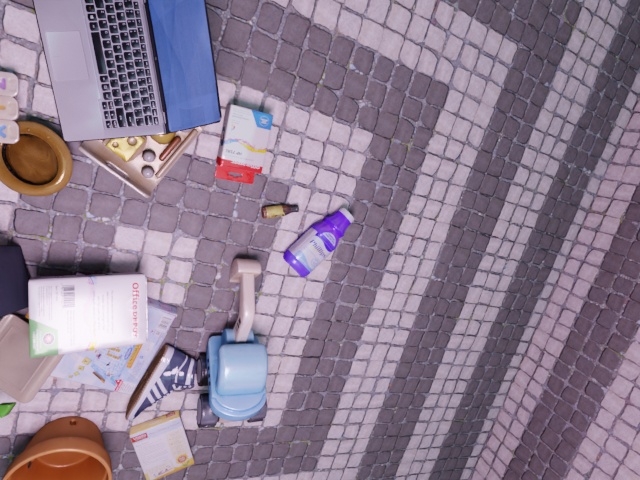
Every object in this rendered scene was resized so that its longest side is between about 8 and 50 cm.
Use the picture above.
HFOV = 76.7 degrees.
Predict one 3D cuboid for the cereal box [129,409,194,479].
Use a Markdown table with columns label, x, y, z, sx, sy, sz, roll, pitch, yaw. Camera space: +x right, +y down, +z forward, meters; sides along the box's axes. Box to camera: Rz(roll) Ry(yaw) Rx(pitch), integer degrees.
| label | x | y | z | sx | sy | sz | roll | pitch | yaw |
| --- | --- | --- | --- | --- | --- | --- | --- | --- | --- |
| cereal box | -0.577 | 0.754 | 1.484 | 0.173 | 0.047 | 0.240 | -14 | 112 | -19 |

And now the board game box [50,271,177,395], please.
| label | x | y | z | sx | sy | sz | roll | pitch | yaw |
| --- | --- | --- | --- | --- | --- | --- | --- | --- | --- |
| board game box | -0.675 | 0.302 | 1.271 | 0.318 | 0.066 | 0.318 | 29 | 94 | -28 |

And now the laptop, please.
| label | x | y | z | sx | sy | sz | roll | pitch | yaw |
| --- | --- | --- | --- | --- | --- | --- | --- | --- | --- |
| laptop | -0.463 | -0.447 | 0.950 | 0.408 | 0.236 | 0.381 | -8 | 102 | -12 |

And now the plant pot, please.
| label | x | y | z | sx | sy | sz | roll | pitch | yaw |
| --- | --- | --- | --- | --- | --- | --- | --- | --- | --- |
| plant pot | -0.812 | 0.705 | 1.273 | 0.291 | 0.203 | 0.290 | -8 | 110 | -22 |

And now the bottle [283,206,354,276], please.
| label | x | y | z | sx | sy | sz | roll | pitch | yaw |
| --- | --- | --- | --- | --- | --- | --- | --- | --- | --- |
| bottle | 0.000 | 0.000 | 1.451 | 0.283 | 0.092 | 0.118 | -43 | 118 | -5 |

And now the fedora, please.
| label | x | y | z | sx | sy | sz | roll | pitch | yaw |
| --- | --- | --- | --- | --- | --- | --- | --- | --- | --- |
| fedora | -0.743 | -0.211 | 1.055 | 0.195 | 0.079 | 0.194 | -3 | 100 | -16 |

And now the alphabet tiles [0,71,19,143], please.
| label | x | y | z | sx | sy | sz | roll | pitch | yaw |
| --- | --- | --- | --- | --- | --- | --- | --- | --- | --- |
| alphabet tiles | -0.872 | -0.325 | 0.952 | 0.278 | 0.021 | 0.283 | 3 | 96 | -14 |

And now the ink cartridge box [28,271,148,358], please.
| label | x | y | z | sx | sy | sz | roll | pitch | yaw |
| --- | --- | --- | --- | --- | --- | --- | --- | --- | --- |
| ink cartridge box | -0.640 | 0.196 | 1.130 | 0.278 | 0.117 | 0.201 | -1 | 91 | -31 |

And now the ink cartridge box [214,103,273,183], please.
| label | x | y | z | sx | sy | sz | roll | pitch | yaw |
| --- | --- | --- | --- | --- | --- | --- | --- | --- | --- |
| ink cartridge box | -0.240 | -0.289 | 1.253 | 0.134 | 0.078 | 0.230 | 7 | 105 | -26 |

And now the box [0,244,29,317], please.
| label | x | y | z | sx | sy | sz | roll | pitch | yaw |
| --- | --- | --- | --- | --- | --- | --- | --- | --- | --- |
| box | -0.907 | 0.125 | 0.934 | 0.313 | 0.343 | 0.178 | -12 | 93 | -20 |

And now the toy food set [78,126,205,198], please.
| label | x | y | z | sx | sy | sz | roll | pitch | yaw |
| --- | --- | --- | --- | --- | --- | --- | --- | --- | --- |
| toy food set | -0.480 | -0.301 | 1.134 | 0.220 | 0.092 | 0.306 | 40 | 88 | -30 |

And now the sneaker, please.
| label | x | y | z | sx | sy | sz | roll | pitch | yaw |
| --- | --- | --- | --- | --- | --- | --- | --- | --- | --- |
| sneaker | -0.535 | 0.507 | 1.388 | 0.153 | 0.099 | 0.282 | 32 | 90 | -27 |

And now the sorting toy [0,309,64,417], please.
| label | x | y | z | sx | sy | sz | roll | pitch | yaw |
| --- | --- | --- | --- | --- | --- | --- | --- | --- | --- |
| sorting toy | -0.848 | 0.330 | 1.146 | 0.196 | 0.047 | 0.347 | 32 | 81 | -2 |

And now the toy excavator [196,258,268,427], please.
| label | x | y | z | sx | sy | sz | roll | pitch | yaw |
| --- | --- | --- | --- | --- | --- | --- | --- | --- | --- |
| toy excavator | -0.267 | 0.344 | 1.359 | 0.223 | 0.432 | 0.445 | 7 | 133 | -26 |

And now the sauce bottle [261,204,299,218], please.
| label | x | y | z | sx | sy | sz | roll | pitch | yaw |
| --- | --- | --- | --- | --- | --- | --- | --- | --- | --- |
| sauce bottle | -0.137 | -0.101 | 1.384 | 0.128 | 0.042 | 0.042 | -9 | 111 | -19 |
